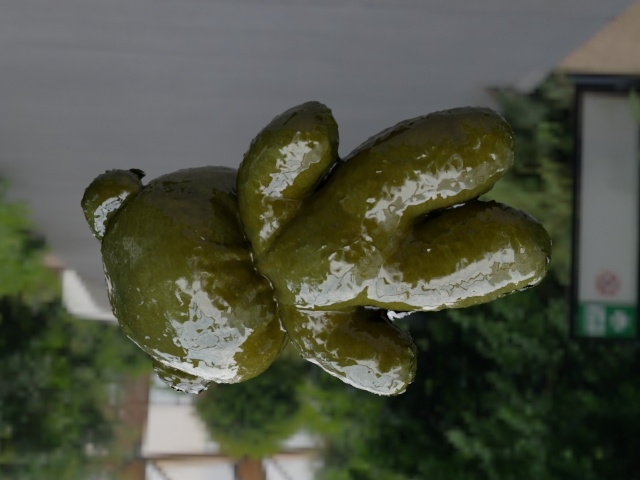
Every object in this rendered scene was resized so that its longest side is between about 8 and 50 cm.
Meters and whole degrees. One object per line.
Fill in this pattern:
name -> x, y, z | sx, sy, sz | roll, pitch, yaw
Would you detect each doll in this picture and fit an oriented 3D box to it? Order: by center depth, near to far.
doll -> 0.000, 0.000, 0.725 | 0.209, 0.137, 0.097 | -12, -156, 21
